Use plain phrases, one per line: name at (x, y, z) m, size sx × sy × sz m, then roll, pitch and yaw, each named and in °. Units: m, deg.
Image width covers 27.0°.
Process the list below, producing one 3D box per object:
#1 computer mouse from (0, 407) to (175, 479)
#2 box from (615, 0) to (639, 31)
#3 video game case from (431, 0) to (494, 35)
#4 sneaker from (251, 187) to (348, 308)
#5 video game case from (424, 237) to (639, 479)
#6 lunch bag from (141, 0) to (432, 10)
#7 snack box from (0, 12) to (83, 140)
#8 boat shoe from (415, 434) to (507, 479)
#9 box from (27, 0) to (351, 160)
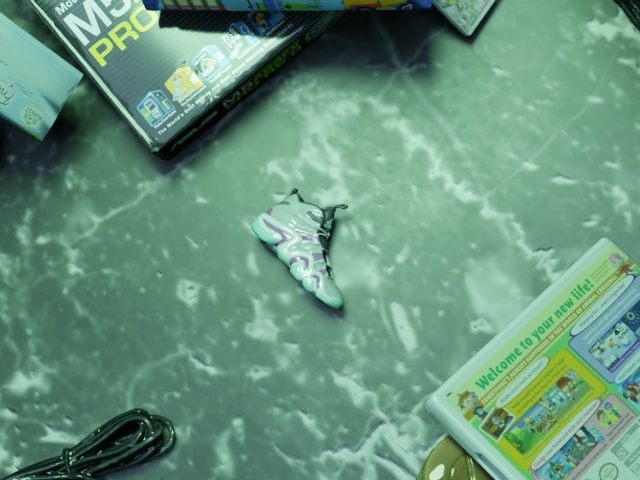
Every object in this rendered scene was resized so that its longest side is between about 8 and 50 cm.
computer mouse at (-0.166, 0.272, 1.006) m, size 0.184 × 0.060 × 0.262 m, roll -22°, pitch 77°, yaw 3°
box at (0.267, -0.196, 0.934) m, size 0.077 × 0.242 × 0.307 m, roll -34°, pitch 77°, yaw 1°
video game case at (0.099, -0.232, 1.040) m, size 0.122 × 0.011 × 0.087 m, roll 40°, pitch 79°, yaw -25°
sneaker at (0.000, 0.000, 1.041) m, size 0.069 × 0.038 × 0.098 m, roll -43°, pitch 78°, yaw 0°
video game case at (0.210, 0.121, 0.947) m, size 0.193 × 0.023 × 0.212 m, roll 45°, pitch 59°, yaw 13°
lunch bag at (-0.021, -0.326, 0.984) m, size 0.221 × 0.138 × 0.293 m, roll 2°, pitch 68°, yaw 13°
snack box at (-0.312, -0.170, 1.018) m, size 0.207 × 0.174 × 0.070 m, roll 26°, pitch 84°, yaw 32°
boat shoe at (0.181, 0.287, 0.930) m, size 0.122 × 0.110 × 0.341 m, roll -25°, pitch 72°, yaw -19°
box at (-0.093, -0.230, 1.070) m, size 0.270 × 0.060 × 0.216 m, roll -39°, pitch 86°, yaw 0°
